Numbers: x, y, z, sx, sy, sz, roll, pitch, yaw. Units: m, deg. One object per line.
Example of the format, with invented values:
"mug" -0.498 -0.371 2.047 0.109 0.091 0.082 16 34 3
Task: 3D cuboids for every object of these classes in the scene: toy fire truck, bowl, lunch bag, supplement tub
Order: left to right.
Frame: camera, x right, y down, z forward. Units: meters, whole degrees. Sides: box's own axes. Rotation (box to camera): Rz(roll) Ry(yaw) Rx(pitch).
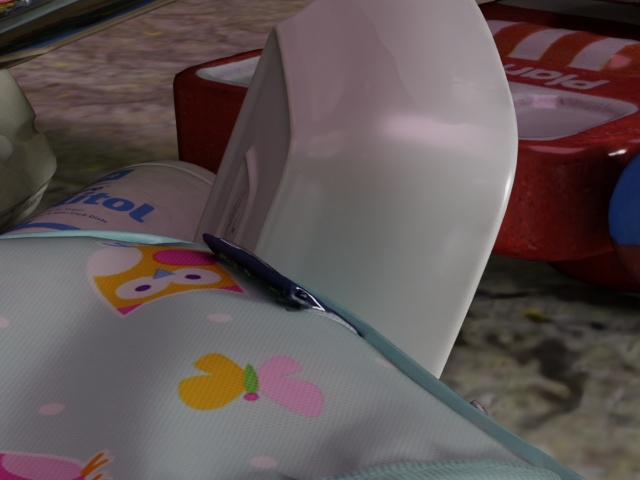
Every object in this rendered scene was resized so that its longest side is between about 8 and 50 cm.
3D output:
"lunch bag" -0.083 0.078 0.349 0.279 0.107 0.224 -7 19 -28
"supplement tub" -0.067 0.018 0.612 0.071 0.071 0.107 7 18 16
"bowl" 0.000 0.000 0.529 0.053 0.142 0.142 17 25 -13
"toy fire truck" 0.132 -0.036 0.663 0.302 0.169 0.254 17 26 40

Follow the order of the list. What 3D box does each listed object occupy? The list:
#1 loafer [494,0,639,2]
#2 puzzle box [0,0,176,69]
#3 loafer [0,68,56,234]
"loafer" 0.135 -0.123 1.034 0.078 0.080 0.220 -42 4 -15
"puzzle box" -0.131 -0.111 0.792 0.409 0.052 0.272 -15 3 38
"loafer" -0.201 0.009 0.595 0.111 0.112 0.319 -31 -3 27
